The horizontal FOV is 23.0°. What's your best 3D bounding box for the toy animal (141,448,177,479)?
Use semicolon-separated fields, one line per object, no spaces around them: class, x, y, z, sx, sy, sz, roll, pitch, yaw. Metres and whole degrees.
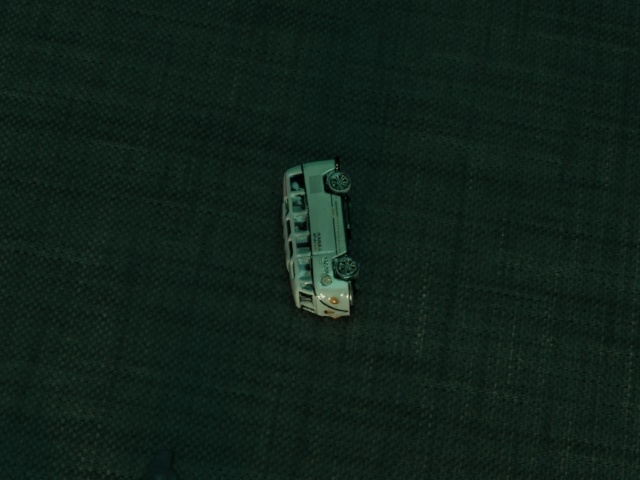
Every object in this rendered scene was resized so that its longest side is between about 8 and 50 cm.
toy animal;-0.170;0.415;1.686;0.205;0.081;0.367;-20;69;-26

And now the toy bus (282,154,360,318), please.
toy bus;0.000;0.000;1.894;0.089;0.087;0.194;-6;67;-1
